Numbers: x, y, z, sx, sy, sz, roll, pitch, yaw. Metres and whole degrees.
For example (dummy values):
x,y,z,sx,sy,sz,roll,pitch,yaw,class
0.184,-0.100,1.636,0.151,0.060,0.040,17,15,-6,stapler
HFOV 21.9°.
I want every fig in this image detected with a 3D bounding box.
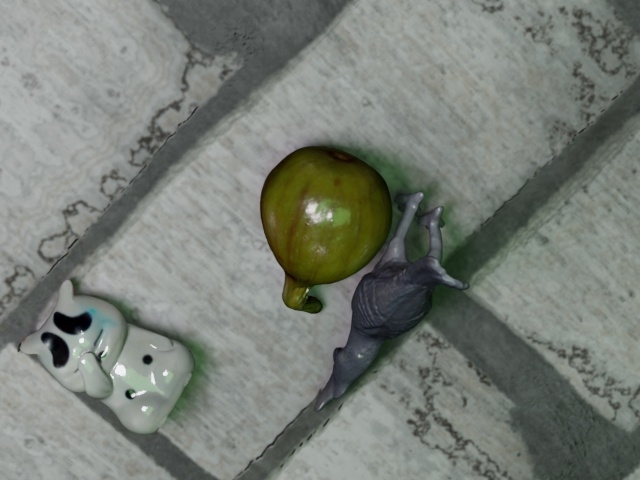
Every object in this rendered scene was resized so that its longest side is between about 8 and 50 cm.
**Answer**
x,y,z,sx,sy,sz,roll,pitch,yaw,class
-0.010,-0.012,1.781,0.142,0.148,0.186,31,100,-9,fig

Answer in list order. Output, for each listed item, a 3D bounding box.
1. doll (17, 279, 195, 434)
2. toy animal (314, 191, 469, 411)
x,y,z,sx,sy,sz,roll,pitch,yaw,class
-0.225,0.132,1.803,0.180,0.107,0.110,33,88,-18,doll
0.092,0.039,1.786,0.081,0.367,0.206,25,58,-9,toy animal
